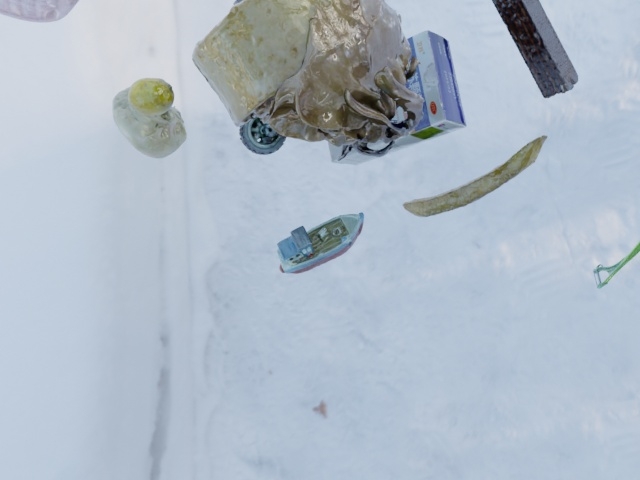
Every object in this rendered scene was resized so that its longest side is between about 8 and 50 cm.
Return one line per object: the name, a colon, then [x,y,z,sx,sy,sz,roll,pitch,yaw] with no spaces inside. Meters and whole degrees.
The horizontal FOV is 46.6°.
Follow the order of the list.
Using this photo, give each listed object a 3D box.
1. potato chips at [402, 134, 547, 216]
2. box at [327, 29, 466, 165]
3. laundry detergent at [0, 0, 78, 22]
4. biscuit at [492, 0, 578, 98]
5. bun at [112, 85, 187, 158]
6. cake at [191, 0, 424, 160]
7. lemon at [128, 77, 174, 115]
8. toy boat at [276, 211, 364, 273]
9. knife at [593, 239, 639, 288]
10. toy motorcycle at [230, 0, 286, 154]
potato chips: [0.368,-0.133,1.784,0.407,0.057,0.080,-27,79,36]
box: [0.149,-0.301,1.624,0.299,0.106,0.200,-16,80,36]
laundry detergent: [-0.352,-0.425,0.960,0.159,0.088,0.335,14,54,-15]
biscuit: [0.504,-0.529,1.808,0.073,0.107,0.388,-25,99,42]
bun: [-0.450,-0.327,1.992,0.116,0.210,0.237,-37,56,25]
cake: [0.003,-0.260,1.207,0.332,0.332,0.321,-34,97,16]
lemon: [-0.352,-0.297,1.534,0.110,0.082,0.082,1,94,32]
toy boat: [0.000,0.000,1.283,0.173,0.059,0.069,-25,50,-1]
knife: [0.618,0.029,1.502,0.022,0.078,0.166,33,120,-13]
toy motorcycle: [-0.113,-0.434,1.937,0.168,0.237,0.410,13,110,59]
